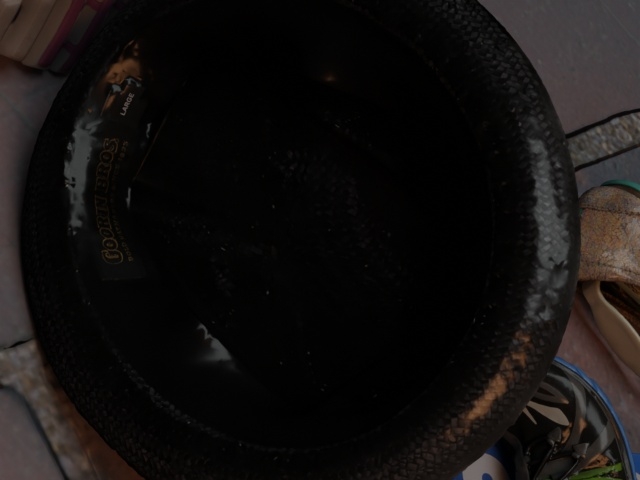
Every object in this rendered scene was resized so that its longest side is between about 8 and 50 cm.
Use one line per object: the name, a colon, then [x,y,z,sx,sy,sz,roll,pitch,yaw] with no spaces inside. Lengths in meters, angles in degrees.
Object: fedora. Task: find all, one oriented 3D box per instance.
fedora: [0.000,0.000,0.827,0.152,0.334,0.334,32,40,-64]

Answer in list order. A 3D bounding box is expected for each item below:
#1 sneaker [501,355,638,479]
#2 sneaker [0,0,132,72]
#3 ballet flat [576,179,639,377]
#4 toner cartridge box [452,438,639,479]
sneaker: [0.145,0.146,0.858,0.078,0.067,0.188,-16,78,-51]
sneaker: [-0.191,-0.159,0.853,0.236,0.095,0.105,-6,62,-41]
ballet flat: [0.295,0.087,1.123,0.316,0.107,0.106,38,66,-10]
toner cartridge box: [0.163,0.217,0.934,0.347,0.075,0.165,12,59,-35]
